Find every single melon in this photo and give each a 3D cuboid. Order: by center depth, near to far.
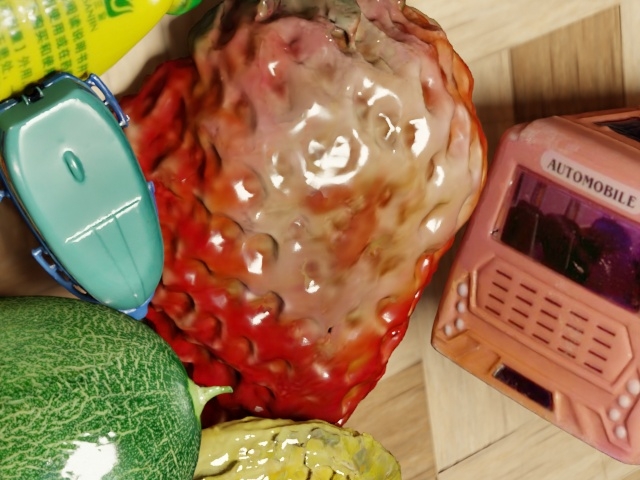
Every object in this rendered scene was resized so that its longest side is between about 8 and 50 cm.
[{"bbox_3d":[-0.189,0.124,0.894,0.287,0.182,0.182,-20,123,1],"label":"melon"}]

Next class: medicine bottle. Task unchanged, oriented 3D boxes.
[{"bbox_3d":[-0.121,-0.154,0.913,0.309,0.076,0.111,-27,132,-23],"label":"medicine bottle"}]

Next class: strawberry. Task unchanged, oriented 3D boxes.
[{"bbox_3d":[0.000,0.000,1.021,0.265,0.149,0.336,-10,116,-34],"label":"strawberry"}]

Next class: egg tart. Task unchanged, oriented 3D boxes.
[{"bbox_3d":[-0.057,0.243,1.051,0.294,0.123,0.294,-14,139,-13],"label":"egg tart"}]

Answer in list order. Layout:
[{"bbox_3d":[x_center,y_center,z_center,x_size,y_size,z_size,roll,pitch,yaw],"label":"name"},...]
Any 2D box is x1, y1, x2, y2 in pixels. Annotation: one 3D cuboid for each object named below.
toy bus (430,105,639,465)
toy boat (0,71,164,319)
[{"bbox_3d":[0.292,0.011,1.157,0.426,0.203,0.233,-11,122,-45],"label":"toy bus"},{"bbox_3d":[-0.143,-0.025,0.930,0.091,0.110,0.175,-32,123,-13],"label":"toy boat"}]
